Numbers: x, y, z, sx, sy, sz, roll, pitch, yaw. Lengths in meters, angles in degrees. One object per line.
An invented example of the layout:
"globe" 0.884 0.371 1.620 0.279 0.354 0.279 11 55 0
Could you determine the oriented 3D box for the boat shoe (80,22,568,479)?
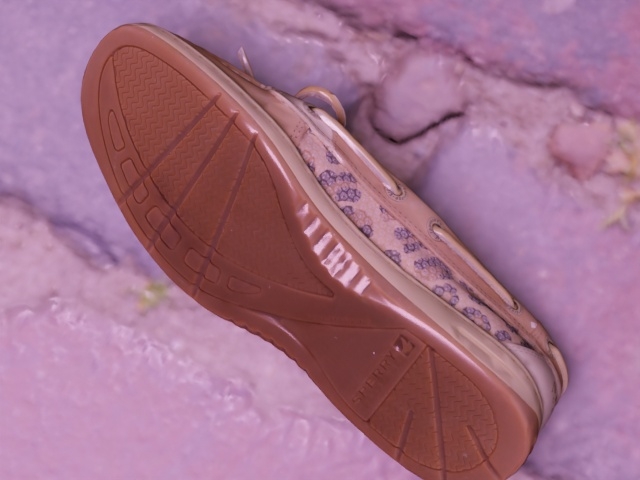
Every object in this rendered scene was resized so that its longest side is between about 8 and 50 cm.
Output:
"boat shoe" 0.000 0.000 0.667 0.285 0.104 0.089 46 38 4
